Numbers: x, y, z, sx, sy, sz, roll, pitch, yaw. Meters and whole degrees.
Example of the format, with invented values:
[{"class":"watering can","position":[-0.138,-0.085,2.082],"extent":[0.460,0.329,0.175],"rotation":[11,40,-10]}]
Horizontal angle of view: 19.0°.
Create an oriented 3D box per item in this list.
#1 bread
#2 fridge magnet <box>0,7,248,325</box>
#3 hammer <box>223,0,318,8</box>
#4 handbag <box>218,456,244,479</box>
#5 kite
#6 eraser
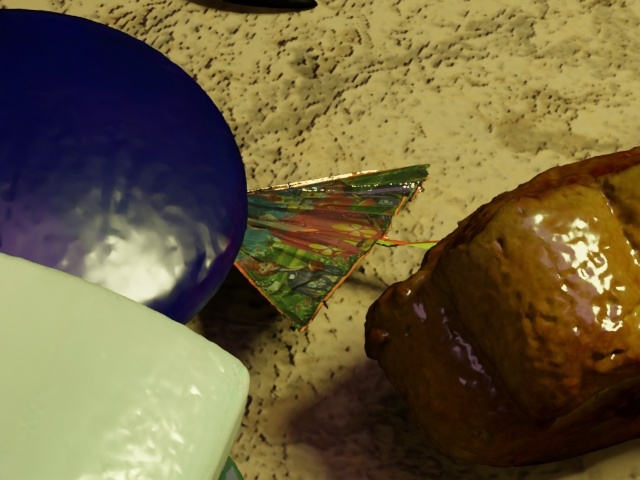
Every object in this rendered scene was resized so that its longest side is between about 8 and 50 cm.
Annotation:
[{"class":"bread","position":[0.150,0.028,1.027],"extent":[0.247,0.232,0.135],"rotation":[-11,66,-29]},{"class":"fridge magnet","position":[-0.173,-0.025,1.077],"extent":[0.265,0.112,0.265],"rotation":[5,50,-6]},{"class":"hammer","position":[0.009,-0.306,1.398],"extent":[0.152,0.044,0.427],"rotation":[27,50,11]},{"class":"handbag","position":[-0.171,0.222,0.888],"extent":[0.326,0.089,0.238],"rotation":[-5,52,-16]},{"class":"kite","position":[0.000,0.000,1.122],"extent":[0.183,0.014,0.241],"rotation":[7,25,14]},{"class":"eraser","position":[-0.163,0.145,0.830],"extent":[0.189,0.104,0.290],"rotation":[18,49,6]}]
